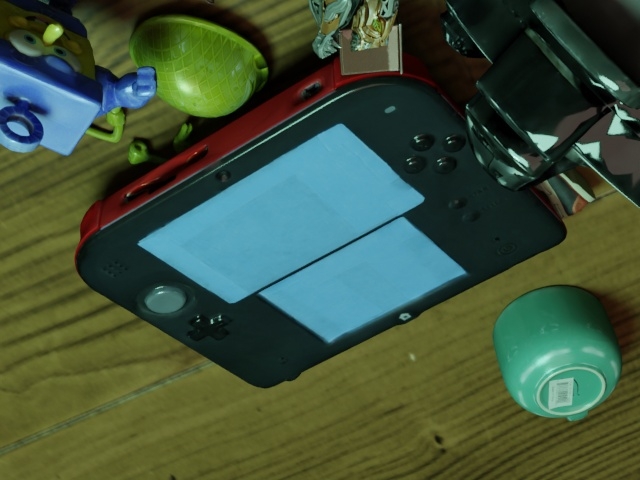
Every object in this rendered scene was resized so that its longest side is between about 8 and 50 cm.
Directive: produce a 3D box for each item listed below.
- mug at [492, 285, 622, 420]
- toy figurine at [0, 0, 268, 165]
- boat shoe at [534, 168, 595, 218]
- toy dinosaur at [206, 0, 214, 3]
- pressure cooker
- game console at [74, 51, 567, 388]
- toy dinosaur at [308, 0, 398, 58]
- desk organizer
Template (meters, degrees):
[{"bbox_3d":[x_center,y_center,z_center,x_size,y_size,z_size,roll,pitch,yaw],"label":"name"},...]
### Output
[{"bbox_3d":[0.268,0.134,1.401,0.157,0.097,0.129,29,120,-27],"label":"mug"},{"bbox_3d":[-0.221,-0.116,1.053,0.362,0.217,0.191,25,122,-25],"label":"toy figurine"},{"bbox_3d":[0.215,-0.067,1.262,0.043,0.049,0.137,-35,130,23],"label":"boat shoe"},{"bbox_3d":[-0.136,-0.228,1.088,0.082,0.047,0.090,9,141,9],"label":"toy dinosaur"},{"bbox_3d":[0.283,-0.194,0.953,0.370,0.375,0.420,29,116,-34],"label":"pressure cooker"},{"bbox_3d":[0.000,0.000,1.236,0.386,0.060,0.342,-28,135,22],"label":"game console"},{"bbox_3d":[-0.036,-0.296,0.969,0.218,0.322,0.164,-12,173,12],"label":"toy dinosaur"},{"bbox_3d":[0.037,-0.191,1.080,0.050,0.130,0.047,-5,130,0],"label":"desk organizer"}]
